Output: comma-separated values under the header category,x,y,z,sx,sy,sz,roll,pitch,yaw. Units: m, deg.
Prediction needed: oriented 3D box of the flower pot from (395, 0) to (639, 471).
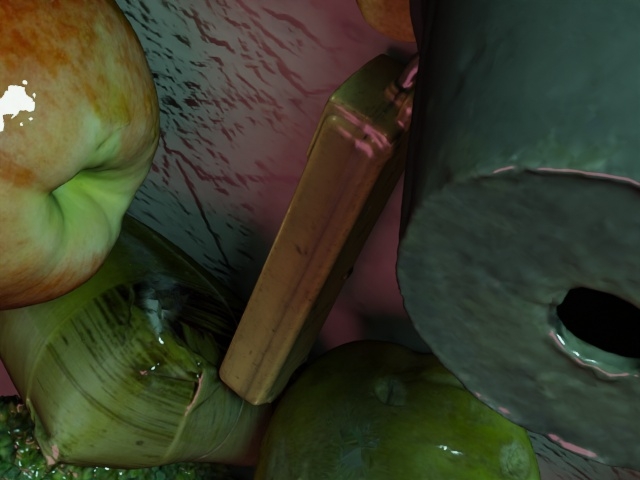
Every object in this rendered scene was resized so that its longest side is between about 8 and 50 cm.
category,x,y,z,sx,sy,sz,roll,pitch,yaw
flower pot,0.129,-0.022,0.477,0.269,0.166,0.269,21,147,14

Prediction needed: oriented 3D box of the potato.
category,x,y,z,sx,sy,sz,roll,pitch,yaw
potato,0.043,0.173,0.801,0.197,0.228,0.148,-1,149,39

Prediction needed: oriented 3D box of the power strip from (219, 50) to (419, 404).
category,x,y,z,sx,sy,sz,roll,pitch,yaw
power strip,0.000,0.000,0.737,0.044,0.064,0.305,37,139,10

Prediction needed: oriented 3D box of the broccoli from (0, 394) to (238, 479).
category,x,y,z,sx,sy,sz,roll,pitch,yaw
broccoli,-0.210,0.251,1.167,0.288,0.235,0.260,49,150,-23

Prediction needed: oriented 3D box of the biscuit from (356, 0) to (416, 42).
category,x,y,z,sx,sy,sz,roll,pitch,yaw
biscuit,0.017,-0.162,0.565,0.225,0.036,0.166,19,146,22

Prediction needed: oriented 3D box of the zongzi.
category,x,y,z,sx,sy,sz,roll,pitch,yaw
zongzi,-0.115,0.067,0.972,0.300,0.145,0.274,19,-159,-46

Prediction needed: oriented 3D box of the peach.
category,x,y,z,sx,sy,sz,roll,pitch,yaw
peach,-0.226,-0.083,0.773,0.256,0.232,0.232,32,149,17
